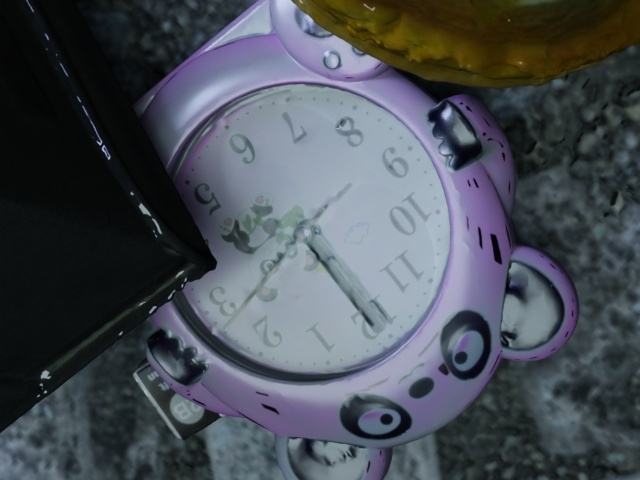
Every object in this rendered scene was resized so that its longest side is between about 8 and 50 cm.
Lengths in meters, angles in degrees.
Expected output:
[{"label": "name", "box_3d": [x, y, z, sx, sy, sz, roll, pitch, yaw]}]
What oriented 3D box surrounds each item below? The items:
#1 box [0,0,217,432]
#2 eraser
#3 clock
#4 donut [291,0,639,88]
[{"label": "box", "box_3d": [-0.262, -0.066, 0.957, 0.251, 0.204, 0.345, -37, 71, 19]}, {"label": "eraser", "box_3d": [-0.045, 0.064, 1.107, 0.122, 0.029, 0.052, -32, 97, 18]}, {"label": "clock", "box_3d": [0.000, 0.000, 1.029, 0.227, 0.090, 0.248, -39, 87, 9]}, {"label": "donut", "box_3d": [0.099, -0.235, 0.900, 0.330, 0.160, 0.330, -1, 98, -8]}]
